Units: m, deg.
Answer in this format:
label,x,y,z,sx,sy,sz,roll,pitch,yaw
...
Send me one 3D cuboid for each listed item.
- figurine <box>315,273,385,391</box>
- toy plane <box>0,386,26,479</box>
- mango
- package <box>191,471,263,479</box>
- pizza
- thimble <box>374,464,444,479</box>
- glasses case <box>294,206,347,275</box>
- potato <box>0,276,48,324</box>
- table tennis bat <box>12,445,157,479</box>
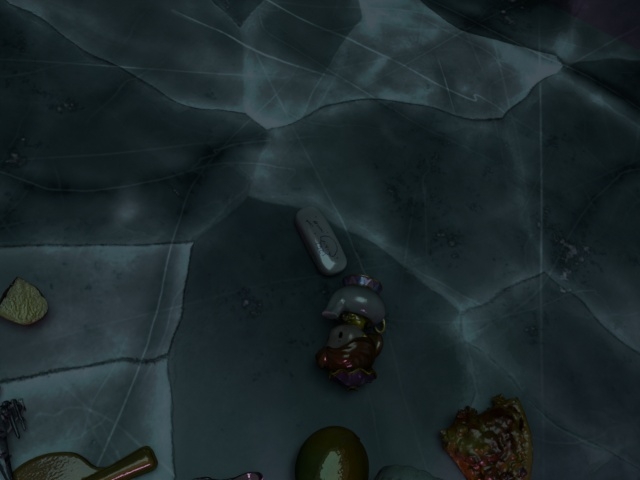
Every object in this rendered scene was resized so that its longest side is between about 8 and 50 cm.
label,x,y,z,sx,sy,sz,roll,pitch,yaw
figurine,0.077,0.217,1.534,0.189,0.142,0.264,27,58,-24
toy plane,-0.650,0.377,1.313,0.160,0.082,0.234,-7,50,-52
mango,0.021,0.516,1.378,0.156,0.114,0.251,15,60,-13
package,-0.181,0.592,1.342,0.166,0.040,0.232,-8,73,-13
pizza,0.380,0.470,1.499,0.228,0.081,0.290,19,62,-2
thimble,0.202,0.569,1.327,0.237,0.237,0.150,28,58,3
glasses case,0.000,0.000,1.678,0.076,0.049,0.197,-19,68,-21
potato,-0.649,0.147,1.453,0.103,0.066,0.096,34,75,1
table tennis bat,-0.483,0.500,1.315,0.320,0.050,0.199,-22,68,-18
